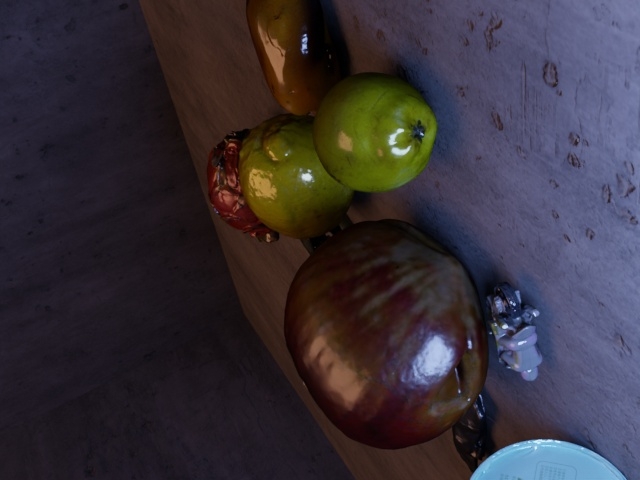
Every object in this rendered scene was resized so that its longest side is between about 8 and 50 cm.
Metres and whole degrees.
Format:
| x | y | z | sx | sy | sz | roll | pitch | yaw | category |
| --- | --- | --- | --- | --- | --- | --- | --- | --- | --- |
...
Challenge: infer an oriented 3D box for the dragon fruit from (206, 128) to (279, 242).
| x | y | z | sx | sy | sz | roll | pitch | yaw | category |
| --- | --- | --- | --- | --- | --- | --- | --- | --- | --- |
| -0.187 | -0.159 | 2.265 | 0.277 | 0.277 | 0.342 | 31 | 139 | 64 | dragon fruit |

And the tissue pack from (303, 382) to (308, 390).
| x | y | z | sx | sy | sz | roll | pitch | yaw | category |
| --- | --- | --- | --- | --- | --- | --- | --- | --- | --- |
| 0.052 | 0.341 | 2.358 | 0.124 | 0.225 | 0.185 | 46 | 156 | 52 | tissue pack |

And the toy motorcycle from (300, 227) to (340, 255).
| x | y | z | sx | sy | sz | roll | pitch | yaw | category |
| --- | --- | --- | --- | --- | --- | --- | --- | --- | --- |
| 0.000 | 0.000 | 2.212 | 0.159 | 0.106 | 0.270 | 43 | 162 | 58 | toy motorcycle |

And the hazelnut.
| x | y | z | sx | sy | sz | roll | pitch | yaw | category |
| --- | --- | --- | --- | --- | --- | --- | --- | --- | --- |
| 0.142 | 0.181 | 1.568 | 0.402 | 0.402 | 0.429 | 84 | 162 | -51 | hazelnut |

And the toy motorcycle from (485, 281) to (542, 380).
| x | y | z | sx | sy | sz | roll | pitch | yaw | category |
| --- | --- | --- | --- | --- | --- | --- | --- | --- | --- |
| 0.336 | 0.167 | 1.396 | 0.225 | 0.073 | 0.152 | 75 | 172 | -65 | toy motorcycle |

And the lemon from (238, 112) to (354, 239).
| x | y | z | sx | sy | sz | roll | pitch | yaw | category |
| --- | --- | --- | --- | --- | --- | --- | --- | --- | --- |
| -0.048 | -0.139 | 1.852 | 0.316 | 0.285 | 0.285 | 48 | 174 | -28 | lemon |

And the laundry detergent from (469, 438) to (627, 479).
| x | y | z | sx | sy | sz | roll | pitch | yaw | category |
| --- | --- | --- | --- | --- | --- | --- | --- | --- | --- |
| 0.399 | 0.553 | 1.406 | 0.287 | 0.287 | 0.305 | 48 | 158 | 46 | laundry detergent |

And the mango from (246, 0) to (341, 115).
| x | y | z | sx | sy | sz | roll | pitch | yaw | category |
| --- | --- | --- | --- | --- | --- | --- | --- | --- | --- |
| -0.053 | -0.393 | 1.652 | 0.201 | 0.153 | 0.287 | -129 | 19 | -74 | mango |

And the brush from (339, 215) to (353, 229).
| x | y | z | sx | sy | sz | roll | pitch | yaw | category |
| --- | --- | --- | --- | --- | --- | --- | --- | --- | --- |
| 0.036 | -0.091 | 2.080 | 0.178 | 0.033 | 0.030 | 56 | 149 | 26 | brush |

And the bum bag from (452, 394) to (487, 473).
| x | y | z | sx | sy | sz | roll | pitch | yaw | category |
| --- | --- | --- | --- | --- | --- | --- | --- | --- | --- |
| 0.332 | 0.412 | 1.828 | 0.310 | 0.074 | 0.137 | 80 | 168 | -45 | bum bag |

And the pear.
| x | y | z | sx | sy | sz | roll | pitch | yaw | category |
| --- | --- | --- | --- | --- | --- | --- | --- | --- | --- |
| 0.090 | -0.186 | 1.401 | 0.269 | 0.212 | 0.212 | 13 | 128 | 60 | pear |
